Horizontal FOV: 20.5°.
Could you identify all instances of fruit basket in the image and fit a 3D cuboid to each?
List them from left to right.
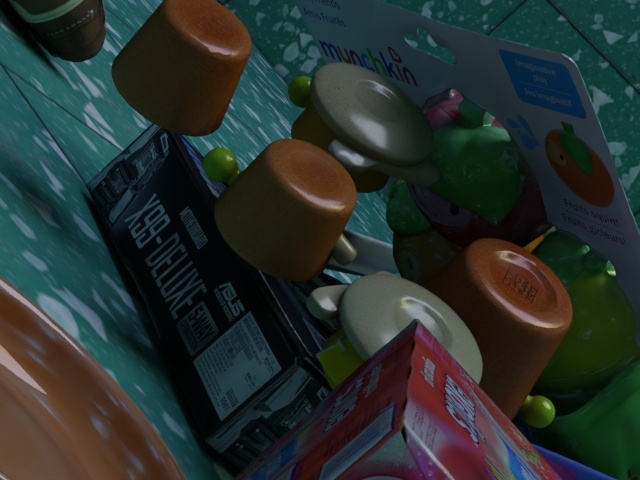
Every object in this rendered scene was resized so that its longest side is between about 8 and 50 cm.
[{"bbox_3d":[0.114,-0.001,1.195,0.327,0.165,0.353,28,-25,54],"label":"fruit basket"}]

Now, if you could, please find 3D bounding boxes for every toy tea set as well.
[{"bbox_3d":[0.000,0.000,1.042,0.200,0.124,0.336,-5,50,-45],"label":"toy tea set"}]

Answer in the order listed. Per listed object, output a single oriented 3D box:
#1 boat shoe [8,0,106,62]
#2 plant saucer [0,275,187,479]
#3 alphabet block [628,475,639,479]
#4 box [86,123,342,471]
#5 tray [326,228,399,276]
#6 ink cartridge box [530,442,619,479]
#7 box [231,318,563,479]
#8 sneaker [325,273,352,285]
[{"bbox_3d":[-0.239,-0.230,1.536,0.095,0.095,0.257,61,4,-35],"label":"boat shoe"},{"bbox_3d":[-0.128,0.056,0.641,0.200,0.037,0.200,42,6,-5],"label":"plant saucer"},{"bbox_3d":[0.218,0.208,1.445,0.192,0.193,0.197,41,10,-44],"label":"alphabet block"},{"bbox_3d":[-0.016,0.081,1.141,0.242,0.076,0.307,44,7,-35],"label":"box"},{"bbox_3d":[-0.032,-0.003,1.404,0.145,0.030,0.270,11,-3,29],"label":"tray"},{"bbox_3d":[0.217,0.198,1.066,0.186,0.065,0.311,21,-5,36],"label":"ink cartridge box"},{"bbox_3d":[0.027,0.145,0.700,0.142,0.154,0.300,49,5,0],"label":"box"},{"bbox_3d":[-0.004,0.071,1.399,0.098,0.083,0.223,27,5,-13],"label":"sneaker"}]
